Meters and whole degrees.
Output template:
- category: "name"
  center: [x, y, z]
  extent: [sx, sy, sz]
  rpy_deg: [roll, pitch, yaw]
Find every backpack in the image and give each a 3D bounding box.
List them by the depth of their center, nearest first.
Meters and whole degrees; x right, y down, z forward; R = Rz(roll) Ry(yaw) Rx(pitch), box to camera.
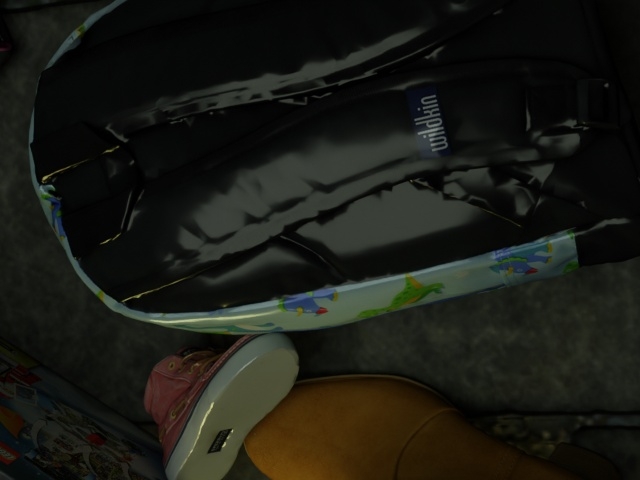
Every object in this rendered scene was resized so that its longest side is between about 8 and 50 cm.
- category: "backpack"
  center: [-0.004, -0.067, 1.149]
  extent: [0.355, 0.273, 0.290]
  rpy_deg: [-20, 84, -4]

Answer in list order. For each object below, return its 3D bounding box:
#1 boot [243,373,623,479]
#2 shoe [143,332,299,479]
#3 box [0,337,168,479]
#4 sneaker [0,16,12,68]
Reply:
- category: "boot"
  center: [0.054, 0.173, 1.204]
  extent: [0.295, 0.211, 0.104]
  rpy_deg: [9, 105, 18]
- category: "shoe"
  center: [-0.077, 0.100, 1.285]
  extent: [0.178, 0.063, 0.081]
  rpy_deg: [-58, 48, 43]
- category: "box"
  center: [-0.211, 0.153, 1.324]
  extent: [0.233, 0.159, 0.044]
  rpy_deg: [31, 112, 11]
- category: "sneaker"
  center: [-0.267, -0.132, 1.326]
  extent: [0.077, 0.072, 0.178]
  rpy_deg: [16, 114, 5]
